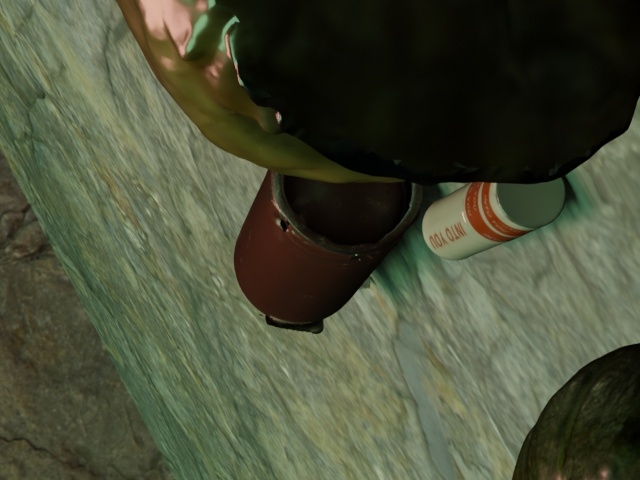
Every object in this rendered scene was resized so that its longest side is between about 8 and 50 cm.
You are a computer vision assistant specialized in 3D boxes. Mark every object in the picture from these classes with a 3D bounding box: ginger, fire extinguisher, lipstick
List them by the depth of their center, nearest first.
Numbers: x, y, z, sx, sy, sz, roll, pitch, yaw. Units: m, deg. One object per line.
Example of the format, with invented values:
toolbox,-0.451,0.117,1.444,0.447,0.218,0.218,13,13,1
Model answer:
ginger,0.006,-0.150,0.532,0.200,0.269,0.223,35,169,-29
lipstick,0.091,-0.016,0.919,0.038,0.038,0.131,59,164,1
fire extinguisher,0.000,0.000,1.137,0.104,0.105,0.269,57,164,8

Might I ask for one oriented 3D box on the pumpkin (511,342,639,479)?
pumpkin,0.176,0.147,0.743,0.224,0.157,0.223,40,148,31
